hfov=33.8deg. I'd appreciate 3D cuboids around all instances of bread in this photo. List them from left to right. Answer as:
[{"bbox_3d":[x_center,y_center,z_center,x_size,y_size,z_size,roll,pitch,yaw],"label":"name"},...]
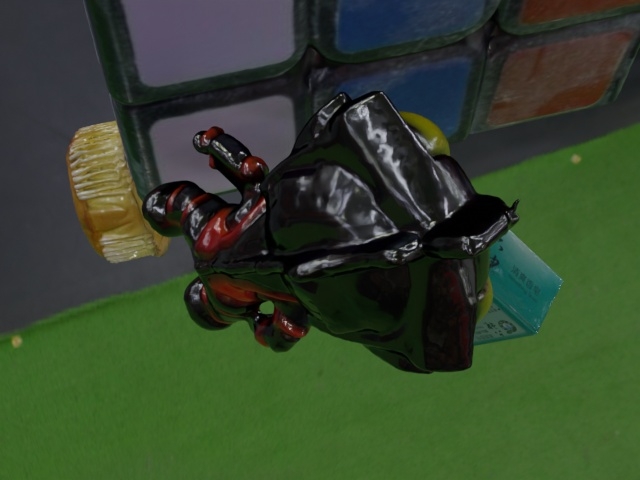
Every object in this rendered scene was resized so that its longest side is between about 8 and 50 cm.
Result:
[{"bbox_3d":[-0.265,-0.062,1.370,0.114,0.190,0.132,-11,36,9],"label":"bread"}]

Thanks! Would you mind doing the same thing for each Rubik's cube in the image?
[{"bbox_3d":[0.005,-0.270,0.634,0.359,0.362,0.363,-10,64,-8],"label":"Rubik's cube"}]

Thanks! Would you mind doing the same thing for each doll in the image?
[{"bbox_3d":[0.001,-0.003,0.504,0.127,0.249,0.088,43,63,-22],"label":"doll"}]

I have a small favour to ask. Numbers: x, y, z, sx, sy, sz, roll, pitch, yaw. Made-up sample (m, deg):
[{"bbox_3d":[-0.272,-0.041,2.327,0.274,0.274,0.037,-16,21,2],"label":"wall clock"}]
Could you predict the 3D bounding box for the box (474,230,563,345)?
[{"bbox_3d":[0.170,0.059,1.362,0.153,0.245,0.092,42,61,-16],"label":"box"}]
